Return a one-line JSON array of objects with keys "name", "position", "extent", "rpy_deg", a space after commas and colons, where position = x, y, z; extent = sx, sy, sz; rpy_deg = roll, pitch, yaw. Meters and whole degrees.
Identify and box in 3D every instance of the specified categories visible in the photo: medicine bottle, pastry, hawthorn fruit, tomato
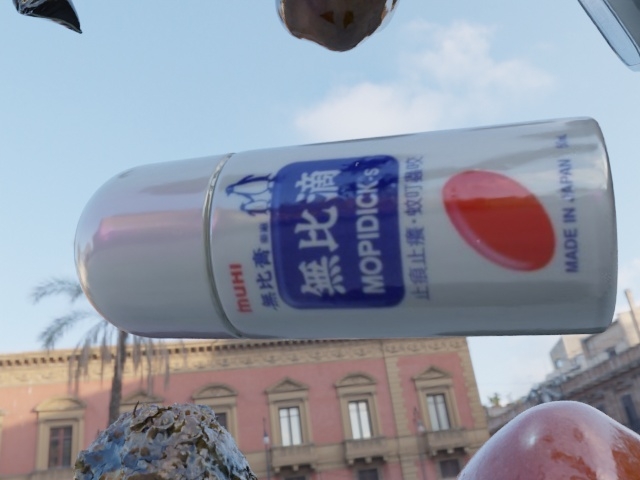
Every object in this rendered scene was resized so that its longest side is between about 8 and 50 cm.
[{"name": "medicine bottle", "position": [0.000, 0.000, 0.415], "extent": [0.341, 0.130, 0.130], "rpy_deg": [-3, -23, 17]}, {"name": "pastry", "position": [-0.192, 0.335, 0.781], "extent": [0.275, 0.274, 0.193], "rpy_deg": [3, -16, -22]}, {"name": "hawthorn fruit", "position": [0.028, -0.425, 0.967], "extent": [0.208, 0.208, 0.248], "rpy_deg": [-5, -39, -7]}, {"name": "tomato", "position": [0.317, 0.376, 0.809], "extent": [0.342, 0.272, 0.341], "rpy_deg": [6, -54, 8]}]

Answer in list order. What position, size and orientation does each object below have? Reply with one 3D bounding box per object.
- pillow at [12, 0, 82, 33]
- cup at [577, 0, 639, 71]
[{"name": "pillow", "position": [-0.342, -0.319, 0.747], "extent": [0.048, 0.150, 0.090], "rpy_deg": [-31, -10, 38]}, {"name": "cup", "position": [0.236, -0.178, 0.389], "extent": [0.129, 0.095, 0.128], "rpy_deg": [-36, 2, 20]}]
